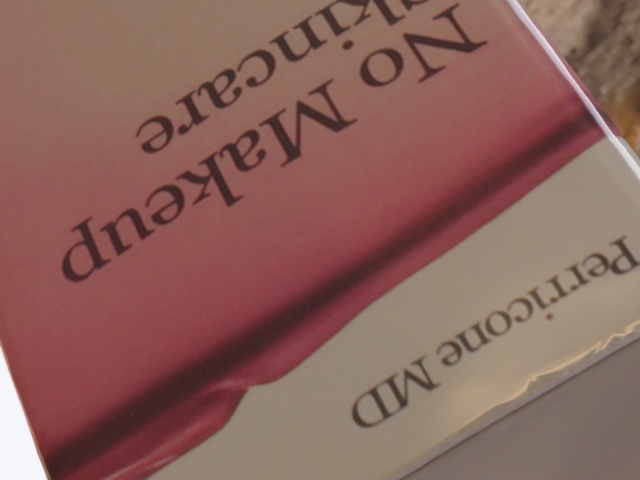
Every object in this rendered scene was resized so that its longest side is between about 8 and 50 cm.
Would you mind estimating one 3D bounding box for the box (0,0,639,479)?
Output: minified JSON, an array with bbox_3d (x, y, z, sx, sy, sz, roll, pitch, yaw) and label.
[{"bbox_3d":[0.000,0.000,0.454,0.148,0.232,0.127,-33,-40,4],"label":"box"}]
